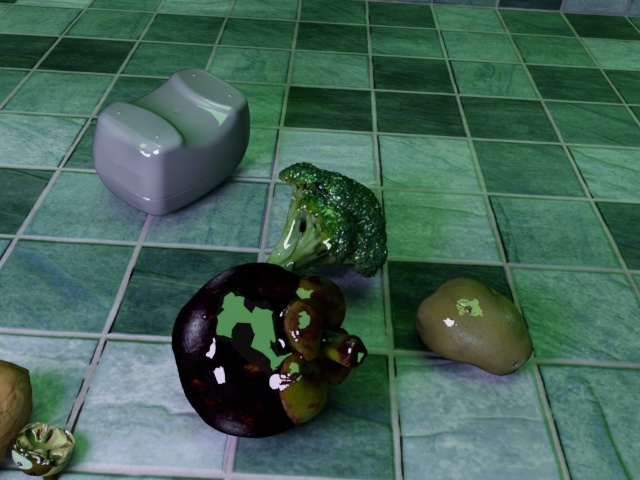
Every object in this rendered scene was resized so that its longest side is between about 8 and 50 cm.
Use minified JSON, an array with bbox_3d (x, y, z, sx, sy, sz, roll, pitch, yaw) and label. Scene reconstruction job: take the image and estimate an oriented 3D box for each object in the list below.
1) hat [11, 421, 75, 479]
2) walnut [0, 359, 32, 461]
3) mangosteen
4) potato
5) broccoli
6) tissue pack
[{"bbox_3d":[-0.394,0.302,0.907,0.077,0.059,0.076,23,20,-7],"label":"hat"},{"bbox_3d":[-0.490,0.246,0.912,0.144,0.144,0.180,18,48,17],"label":"walnut"},{"bbox_3d":[-0.072,0.170,0.969,0.288,0.233,0.287,4,32,-2],"label":"mangosteen"},{"bbox_3d":[0.262,0.151,1.090,0.194,0.157,0.157,41,51,19],"label":"potato"},{"bbox_3d":[0.000,0.000,1.202,0.269,0.269,0.254,-13,38,-19],"label":"broccoli"},{"bbox_3d":[-0.316,-0.202,1.396,0.229,0.236,0.333,32,47,17],"label":"tissue pack"}]
